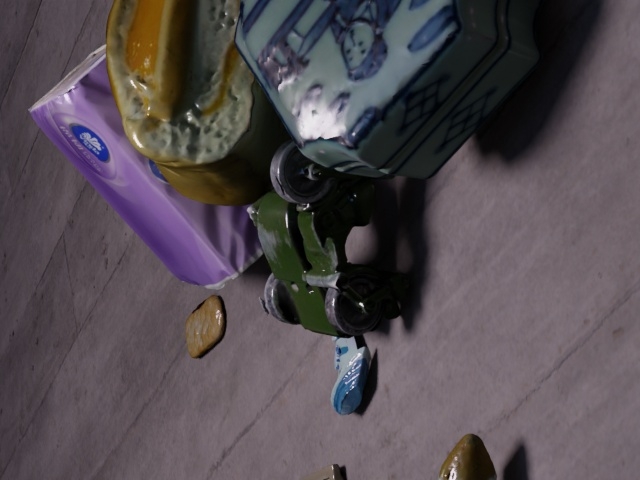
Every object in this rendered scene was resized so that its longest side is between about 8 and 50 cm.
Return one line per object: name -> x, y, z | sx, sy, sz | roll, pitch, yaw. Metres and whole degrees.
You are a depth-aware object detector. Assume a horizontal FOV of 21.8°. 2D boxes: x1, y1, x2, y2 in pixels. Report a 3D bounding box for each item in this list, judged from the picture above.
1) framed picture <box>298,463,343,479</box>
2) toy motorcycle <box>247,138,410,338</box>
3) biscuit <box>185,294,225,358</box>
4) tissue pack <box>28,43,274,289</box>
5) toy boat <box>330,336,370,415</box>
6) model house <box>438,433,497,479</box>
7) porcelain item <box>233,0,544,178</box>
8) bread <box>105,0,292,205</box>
framed picture -> -0.022, 0.413, 2.141 | 0.281, 0.019, 0.209 | 140, 127, -59
toy motorcycle -> 0.000, 0.000, 1.925 | 0.205, 0.127, 0.275 | 8, 122, 56
biscuit -> -0.174, 0.130, 2.483 | 0.147, 0.018, 0.071 | -41, 55, 57
tissue pack -> -0.210, -0.100, 2.206 | 0.338, 0.160, 0.242 | 50, 163, -12
toy boat -> 0.037, 0.139, 2.025 | 0.105, 0.034, 0.149 | 134, 144, -60
model house -> 0.105, 0.333, 1.696 | 0.253, 0.184, 0.291 | -151, 69, -67
porcelain item -> 0.063, -0.227, 1.690 | 0.281, 0.157, 0.286 | -46, 56, 26
bread -> -0.131, -0.199, 1.967 | 0.341, 0.210, 0.301 | 41, -121, -76
